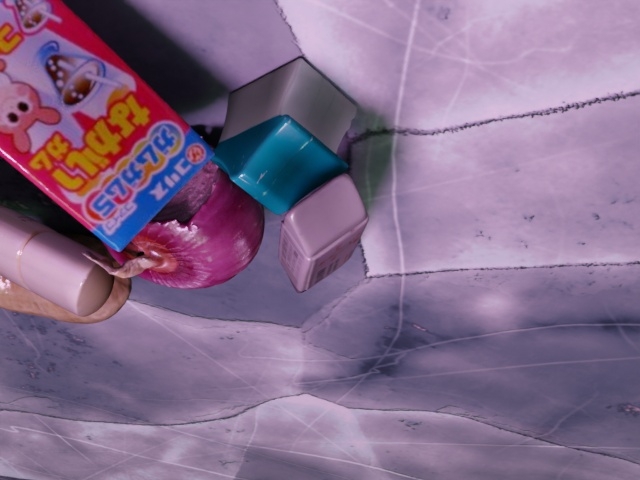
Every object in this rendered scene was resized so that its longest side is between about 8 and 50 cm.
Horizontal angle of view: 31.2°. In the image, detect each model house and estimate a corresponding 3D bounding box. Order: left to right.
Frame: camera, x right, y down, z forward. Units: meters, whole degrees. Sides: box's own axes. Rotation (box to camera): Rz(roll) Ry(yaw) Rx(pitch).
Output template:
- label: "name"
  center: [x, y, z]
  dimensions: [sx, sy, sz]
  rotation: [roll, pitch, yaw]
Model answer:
- label: "model house"
  center: [-0.044, -0.100, 1.248]
  dimensions: [0.127, 0.149, 0.100]
  rotation: [-20, 133, 40]

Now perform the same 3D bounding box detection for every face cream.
- label: "face cream"
  center: [-0.410, -0.005, 1.441]
  dimensions: [0.348, 0.081, 0.173]
  rotation: [26, 169, 13]

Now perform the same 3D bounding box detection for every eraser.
- label: "eraser"
  center: [0.000, 0.000, 1.358]
  dimensions: [0.061, 0.089, 0.352]
  rotation: [53, 170, 6]

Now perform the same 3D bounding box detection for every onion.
- label: "onion"
  center: [-0.165, -0.024, 1.381]
  dimensions: [0.207, 0.200, 0.200]
  rotation: [-21, 138, 14]

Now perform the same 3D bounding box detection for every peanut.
- label: "peanut"
  center: [-0.388, 0.042, 1.588]
  dimensions: [0.253, 0.122, 0.137]
  rotation: [8, 147, 12]

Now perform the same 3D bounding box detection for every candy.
- label: "candy"
  center: [-0.272, -0.143, 1.188]
  dimensions: [0.306, 0.157, 0.100]
  rotation: [45, 177, -30]
